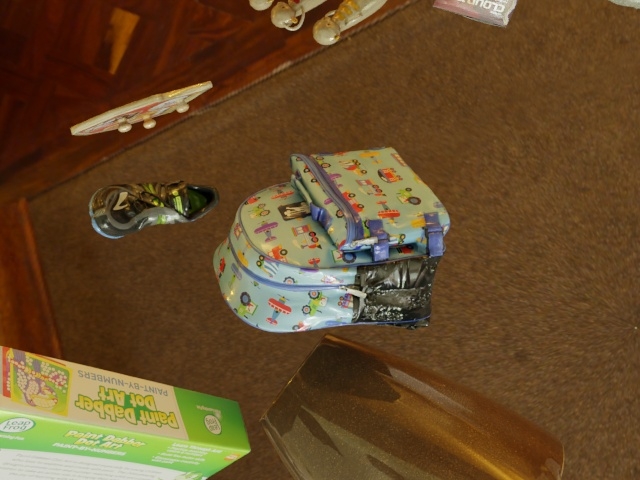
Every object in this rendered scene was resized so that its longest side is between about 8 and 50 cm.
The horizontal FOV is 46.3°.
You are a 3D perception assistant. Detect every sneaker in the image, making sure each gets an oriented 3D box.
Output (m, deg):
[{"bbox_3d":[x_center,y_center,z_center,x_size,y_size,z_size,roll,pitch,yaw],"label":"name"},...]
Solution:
[{"bbox_3d":[-0.205,-0.048,0.936,0.078,0.188,0.067,-17,87,41],"label":"sneaker"}]

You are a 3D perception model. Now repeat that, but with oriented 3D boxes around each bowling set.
[{"bbox_3d":[-0.044,-0.451,1.209,0.154,0.200,0.287,-43,42,-16],"label":"bowling set"}]

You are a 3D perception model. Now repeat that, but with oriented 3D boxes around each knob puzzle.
[{"bbox_3d":[-0.273,-0.180,1.108,0.213,0.213,0.030,-16,98,20],"label":"knob puzzle"}]

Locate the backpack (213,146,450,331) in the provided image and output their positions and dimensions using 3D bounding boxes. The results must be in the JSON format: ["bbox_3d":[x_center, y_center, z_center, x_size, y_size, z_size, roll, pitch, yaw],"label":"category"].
[{"bbox_3d":[0.000,0.000,0.631,0.158,0.173,0.117,-116,27,-49],"label":"backpack"}]

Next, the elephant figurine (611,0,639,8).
[{"bbox_3d":[0.140,-0.136,0.224,0.169,0.239,0.186,-47,55,36],"label":"elephant figurine"}]

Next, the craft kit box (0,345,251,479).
[{"bbox_3d":[-0.229,0.191,0.611,0.247,0.250,0.061,-34,53,22],"label":"craft kit box"}]

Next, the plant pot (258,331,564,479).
[{"bbox_3d":[0.065,0.197,0.702,0.230,0.215,0.215,38,99,5],"label":"plant pot"}]

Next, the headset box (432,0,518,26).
[{"bbox_3d":[0.237,-0.441,0.967,0.110,0.293,0.218,15,50,-2],"label":"headset box"}]
